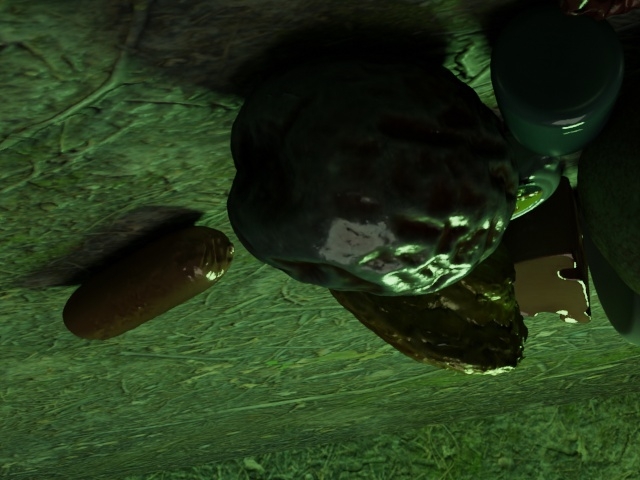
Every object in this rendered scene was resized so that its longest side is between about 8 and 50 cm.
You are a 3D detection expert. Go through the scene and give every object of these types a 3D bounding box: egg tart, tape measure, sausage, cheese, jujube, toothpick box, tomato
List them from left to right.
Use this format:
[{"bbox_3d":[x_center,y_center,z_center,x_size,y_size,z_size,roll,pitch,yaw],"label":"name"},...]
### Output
[{"bbox_3d":[-0.211,0.053,1.921,0.086,0.086,0.289,2,158,-42],"label":"sausage"},{"bbox_3d":[0.055,-0.053,1.503,0.308,0.215,0.246,3,161,-42],"label":"jujube"},{"bbox_3d":[0.129,0.034,1.848,0.294,0.294,0.123,5,123,-47],"label":"egg tart"},{"bbox_3d":[0.279,0.011,2.001,0.202,0.128,0.177,10,152,-12],"label":"cheese"},{"bbox_3d":[0.221,-0.144,1.496,0.120,0.120,0.184,-13,168,5],"label":"toothpick box"},{"bbox_3d":[0.274,-0.093,1.804,0.330,0.084,0.164,-15,166,-14],"label":"tape measure"},{"bbox_3d":[0.403,-0.073,1.615,0.303,0.239,0.303,-31,162,-11],"label":"tomato"}]

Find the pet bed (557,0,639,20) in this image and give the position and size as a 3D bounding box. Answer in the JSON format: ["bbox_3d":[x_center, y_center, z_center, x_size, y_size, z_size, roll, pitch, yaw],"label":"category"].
[{"bbox_3d":[0.282,-0.246,1.305,0.201,0.054,0.201,-16,163,-5],"label":"pet bed"}]

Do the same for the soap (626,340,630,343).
[{"bbox_3d":[0.676,0.076,2.550,0.335,0.156,0.293,4,161,-45],"label":"soap"}]

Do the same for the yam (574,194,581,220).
[{"bbox_3d":[0.320,-0.015,2.149,0.056,0.057,0.241,-3,160,-30],"label":"yam"}]

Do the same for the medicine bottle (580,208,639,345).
[{"bbox_3d":[0.491,-0.015,1.916,0.306,0.245,0.245,-12,165,-5],"label":"medicine bottle"}]
